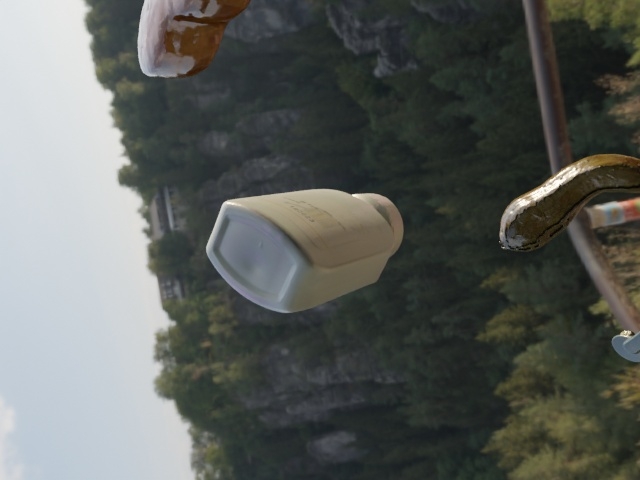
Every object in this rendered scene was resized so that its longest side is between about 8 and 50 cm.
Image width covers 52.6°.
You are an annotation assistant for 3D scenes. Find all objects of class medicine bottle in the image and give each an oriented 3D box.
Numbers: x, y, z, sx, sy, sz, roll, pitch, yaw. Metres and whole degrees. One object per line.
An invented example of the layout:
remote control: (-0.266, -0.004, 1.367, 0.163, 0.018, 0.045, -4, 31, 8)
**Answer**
medicine bottle: (0.000, 0.000, 0.849, 0.161, 0.296, 0.111, 34, 115, 22)

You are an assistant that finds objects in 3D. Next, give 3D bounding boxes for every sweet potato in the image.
sweet potato: (0.337, -0.059, 0.857, 0.081, 0.233, 0.062, 56, -153, -10)

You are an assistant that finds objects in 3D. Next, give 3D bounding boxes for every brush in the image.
brush: (0.557, 0.140, 1.063, 0.062, 0.027, 0.266, 41, 157, 18)

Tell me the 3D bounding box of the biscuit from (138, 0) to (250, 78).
biscuit: (-0.052, -0.246, 0.353, 0.284, 0.043, 0.306, -51, 40, 42)
